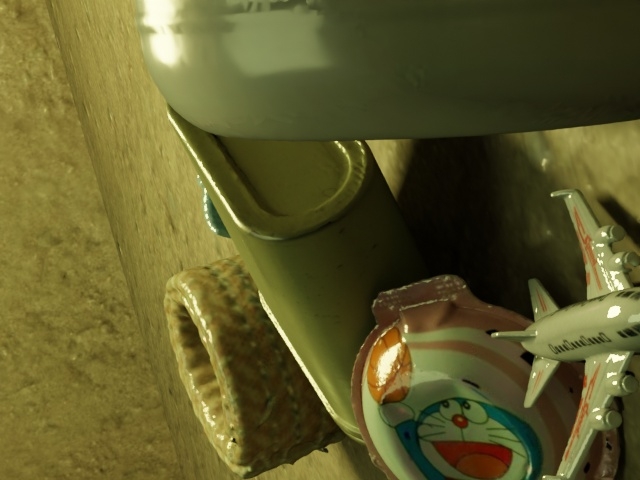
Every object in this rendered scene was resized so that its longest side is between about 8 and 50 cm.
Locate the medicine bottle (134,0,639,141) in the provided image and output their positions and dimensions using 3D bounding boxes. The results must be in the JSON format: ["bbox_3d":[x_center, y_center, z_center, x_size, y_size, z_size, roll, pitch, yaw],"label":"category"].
[{"bbox_3d":[0.043,-0.200,0.438,0.245,0.245,0.306,-154,57,-68],"label":"medicine bottle"}]

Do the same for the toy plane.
[{"bbox_3d":[0.151,0.047,0.644,0.171,0.065,0.162,160,116,-64],"label":"toy plane"}]

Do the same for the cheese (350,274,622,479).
[{"bbox_3d":[0.119,0.150,0.792,0.189,0.074,0.286,-14,108,36],"label":"cheese"}]

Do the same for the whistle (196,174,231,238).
[{"bbox_3d":[-0.064,-0.103,1.136,0.180,0.093,0.269,-60,36,25],"label":"whistle"}]

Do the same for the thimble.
[{"bbox_3d":[-0.068,0.123,1.318,0.229,0.148,0.196,56,155,37],"label":"thimble"}]

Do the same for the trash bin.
[{"bbox_3d":[0.000,0.000,0.895,0.243,0.121,0.247,54,174,46],"label":"trash bin"}]
